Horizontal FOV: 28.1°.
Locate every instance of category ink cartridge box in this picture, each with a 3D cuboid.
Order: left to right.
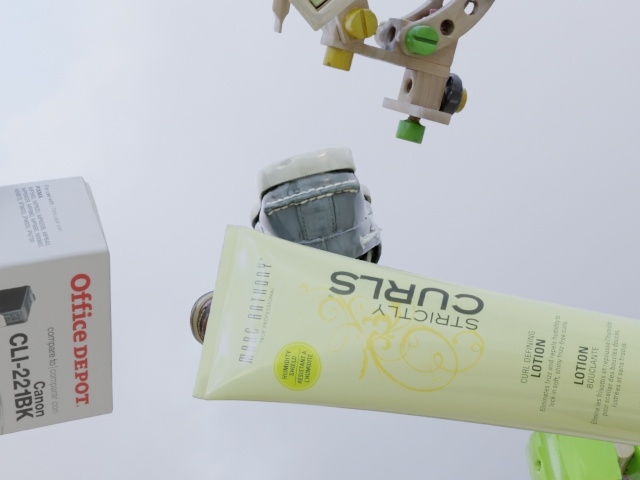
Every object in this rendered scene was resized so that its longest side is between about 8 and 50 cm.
[{"bbox_3d":[-0.316,0.069,1.079,0.273,0.114,0.197,-10,-49,-19],"label":"ink cartridge box"}]

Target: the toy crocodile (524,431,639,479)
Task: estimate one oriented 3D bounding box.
[{"bbox_3d":[0.333,0.149,1.050,0.340,0.115,0.105,-17,-34,-9],"label":"toy crocodile"}]

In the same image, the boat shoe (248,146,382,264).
[{"bbox_3d":[0.000,0.000,1.143,0.116,0.099,0.319,-16,-10,-1],"label":"boat shoe"}]

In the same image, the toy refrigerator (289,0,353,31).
[{"bbox_3d":[0.063,-0.305,1.079,0.269,0.102,0.094,-39,18,6],"label":"toy refrigerator"}]

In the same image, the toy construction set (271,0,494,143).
[{"bbox_3d":[0.059,-0.251,1.566,0.257,0.309,0.237,-4,-71,-47],"label":"toy construction set"}]

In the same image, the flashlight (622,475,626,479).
[{"bbox_3d":[0.316,0.141,1.258,0.304,0.103,0.103,-59,-7,9],"label":"flashlight"}]

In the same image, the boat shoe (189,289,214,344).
[{"bbox_3d":[-0.018,0.062,1.077,0.178,0.064,0.060,-10,10,-16],"label":"boat shoe"}]

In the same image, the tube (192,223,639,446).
[{"bbox_3d":[0.059,0.055,0.641,0.240,0.070,0.062,10,-53,9],"label":"tube"}]
